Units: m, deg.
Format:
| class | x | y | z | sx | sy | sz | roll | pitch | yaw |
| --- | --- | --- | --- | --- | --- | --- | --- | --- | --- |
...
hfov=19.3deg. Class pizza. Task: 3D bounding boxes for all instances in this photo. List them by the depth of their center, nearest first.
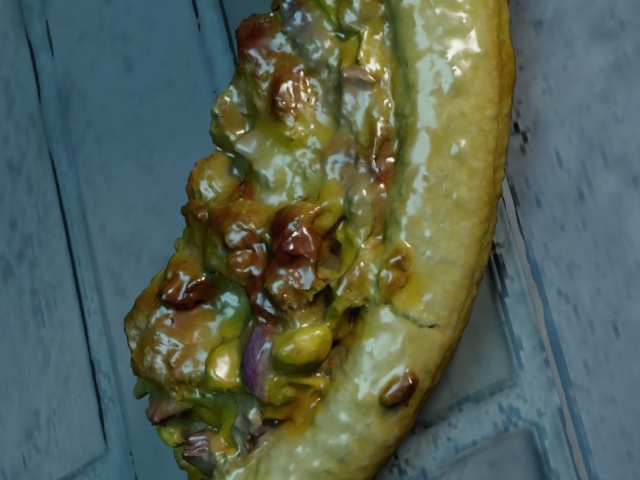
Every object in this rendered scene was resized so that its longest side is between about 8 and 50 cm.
| class | x | y | z | sx | sy | sz | roll | pitch | yaw |
| --- | --- | --- | --- | --- | --- | --- | --- | --- | --- |
| pizza | -0.003 | -0.001 | 0.596 | 0.127 | 0.058 | 0.246 | 47 | 116 | 40 |
